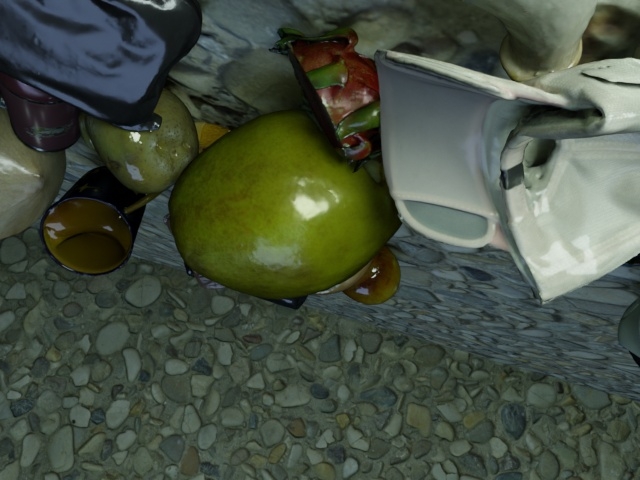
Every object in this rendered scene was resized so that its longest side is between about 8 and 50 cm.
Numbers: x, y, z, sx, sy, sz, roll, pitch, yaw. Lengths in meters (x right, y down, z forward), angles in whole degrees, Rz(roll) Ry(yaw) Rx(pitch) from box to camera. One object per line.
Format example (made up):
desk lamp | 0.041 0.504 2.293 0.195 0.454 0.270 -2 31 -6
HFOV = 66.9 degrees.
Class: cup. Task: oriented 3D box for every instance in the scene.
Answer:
cup | -0.448 -0.062 1.091 0.254 0.179 0.256 -4 -154 -9

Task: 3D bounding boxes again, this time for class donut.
donut | -0.167 -0.138 0.815 0.181 0.078 0.146 28 162 -17

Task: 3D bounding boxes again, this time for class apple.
apple | 0.114 0.081 1.177 0.163 0.147 0.147 4 165 35

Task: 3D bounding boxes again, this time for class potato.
potato | -0.264 -0.154 0.686 0.194 0.157 0.157 24 171 31

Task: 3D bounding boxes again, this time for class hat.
hat | 0.154 -0.077 0.384 0.226 0.164 0.219 52 168 31

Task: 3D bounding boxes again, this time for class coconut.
coconut | -0.615 -0.142 0.877 0.328 0.329 0.329 15 166 4

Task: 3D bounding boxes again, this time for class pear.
pear | -0.047 -0.047 0.656 0.321 0.269 0.269 -11 159 12

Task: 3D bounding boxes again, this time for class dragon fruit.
dragon fruit | 0.034 -0.145 0.507 0.174 0.142 0.138 -1 -153 -5

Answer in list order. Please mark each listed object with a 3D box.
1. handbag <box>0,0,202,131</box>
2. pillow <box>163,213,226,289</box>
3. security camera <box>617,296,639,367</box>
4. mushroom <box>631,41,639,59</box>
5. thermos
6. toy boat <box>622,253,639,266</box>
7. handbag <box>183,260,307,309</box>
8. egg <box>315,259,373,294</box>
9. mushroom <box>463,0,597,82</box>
handbag | -0.280 -0.237 0.465 0.332 0.075 0.191 26 133 -31
pillow | -0.241 0.022 1.038 0.135 0.034 0.211 -11 121 16
security camera | 0.636 0.165 0.842 0.194 0.195 0.236 12 170 19
mushroom | 0.245 -0.113 0.429 0.099 0.096 0.278 -26 176 -18
thermos | -0.397 -0.224 0.669 0.136 0.110 0.330 24 164 -23
toy boat | 0.361 -0.016 0.674 0.185 0.075 0.077 16 169 16
handbag | -0.138 -0.007 1.128 0.301 0.178 0.275 20 122 -7
egg | 0.000 0.000 0.894 0.201 0.201 0.244 17 176 -2
mushroom | 0.107 -0.181 0.302 0.270 0.103 0.118 20 166 -34
